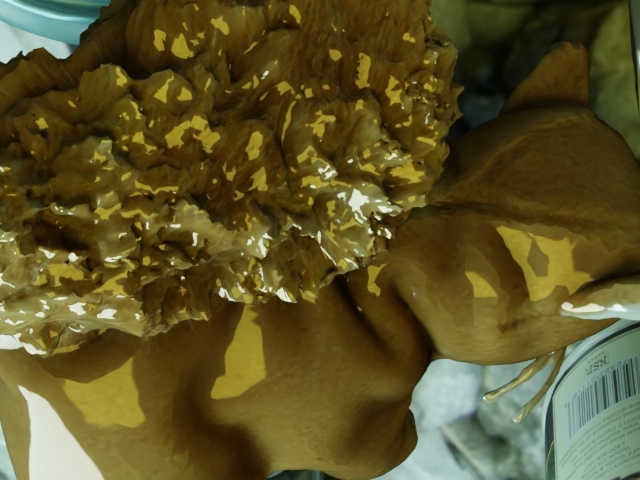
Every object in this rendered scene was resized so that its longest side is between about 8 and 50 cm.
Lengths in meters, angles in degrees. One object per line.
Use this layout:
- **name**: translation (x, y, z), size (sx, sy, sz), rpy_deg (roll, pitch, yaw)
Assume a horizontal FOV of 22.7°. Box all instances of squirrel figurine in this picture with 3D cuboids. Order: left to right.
- **squirrel figurine**: translation (0.000, 0.000, 0.867), size (0.371, 0.281, 0.397), rpy_deg (-13, 144, 6)

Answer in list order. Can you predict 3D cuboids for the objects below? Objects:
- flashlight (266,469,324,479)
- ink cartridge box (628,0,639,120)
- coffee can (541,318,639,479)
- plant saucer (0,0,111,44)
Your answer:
- **flashlight**: translation (-0.048, 0.264, 1.174), size (0.103, 0.103, 0.304), rpy_deg (20, 127, 25)
- **ink cartridge box**: translation (0.239, -0.113, 0.908), size (0.123, 0.088, 0.052), rpy_deg (-8, 120, 11)
- **coffee can**: translation (0.241, 0.196, 0.991), size (0.202, 0.275, 0.201), rpy_deg (3, 122, 5)
- **plant saucer**: translation (-0.132, -0.245, 0.897), size (0.318, 0.043, 0.317), rpy_deg (3, 123, 5)
